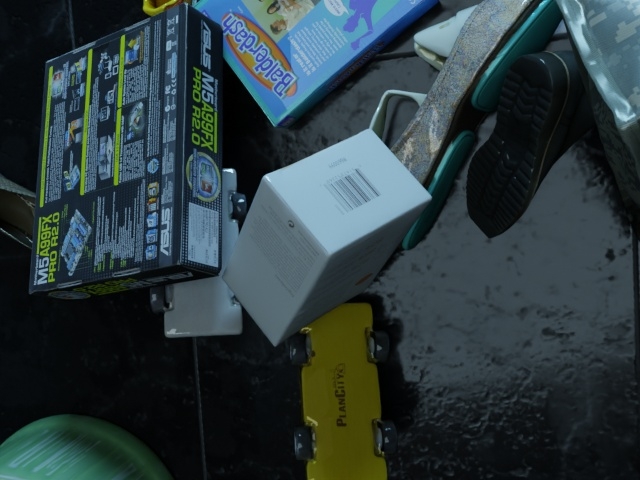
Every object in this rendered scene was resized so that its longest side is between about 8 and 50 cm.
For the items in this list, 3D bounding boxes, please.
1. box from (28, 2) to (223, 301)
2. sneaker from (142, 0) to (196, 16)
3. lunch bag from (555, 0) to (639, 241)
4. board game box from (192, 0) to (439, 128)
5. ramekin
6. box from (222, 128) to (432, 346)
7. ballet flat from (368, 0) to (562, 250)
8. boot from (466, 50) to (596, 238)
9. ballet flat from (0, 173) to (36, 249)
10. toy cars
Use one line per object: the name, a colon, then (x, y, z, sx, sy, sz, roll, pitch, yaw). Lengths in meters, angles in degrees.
box: (-0.201, -0.084, 0.771, 0.216, 0.060, 0.269, -12, 72, 32)
sneaker: (-0.164, -0.324, 0.803, 0.064, 0.067, 0.175, -3, 93, 18)
lunch bag: (0.343, -0.102, 0.582, 0.235, 0.287, 0.168, -23, 53, 19)
board game box: (-0.009, -0.244, 0.776, 0.210, 0.047, 0.160, -37, 85, 15)
ramekin: (-0.316, 0.371, 0.870, 0.304, 0.148, 0.303, 2, 96, 16)
box: (0.000, 0.000, 0.693, 0.091, 0.130, 0.170, 50, 144, 15)
ballet flat: (0.119, -0.140, 0.725, 0.106, 0.108, 0.316, 36, 103, 20)
boot: (0.227, -0.094, 0.715, 0.076, 0.137, 0.197, 54, 147, 31)
ballet flat: (-0.347, -0.027, 0.887, 0.250, 0.058, 0.084, 27, 103, 12)
toy cars: (-0.056, 0.092, 0.799, 0.176, 0.087, 0.394, -42, 80, -18)
